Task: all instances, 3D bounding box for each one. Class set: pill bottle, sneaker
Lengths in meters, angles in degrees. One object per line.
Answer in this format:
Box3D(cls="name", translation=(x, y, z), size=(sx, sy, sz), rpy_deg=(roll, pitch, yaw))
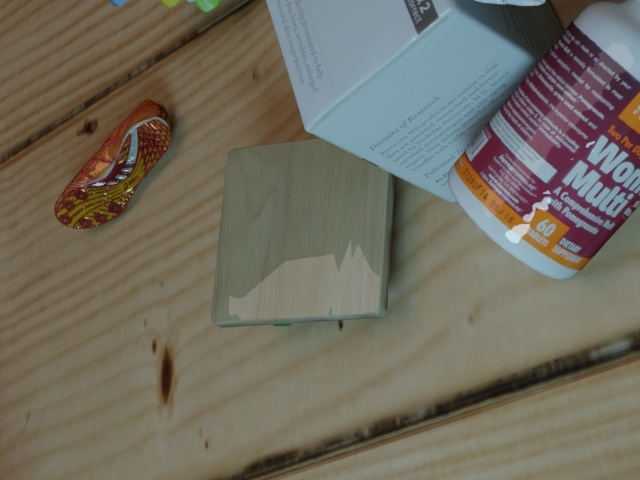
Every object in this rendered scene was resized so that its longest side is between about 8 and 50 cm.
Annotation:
Box3D(cls="pill bottle", translation=(0.201, -0.089, 0.928), size=(0.221, 0.121, 0.121), rpy_deg=(-51, 45, 18))
Box3D(cls="sneaker", translation=(-0.216, -0.077, 1.404), size=(0.175, 0.064, 0.067), rpy_deg=(-41, 29, 19))

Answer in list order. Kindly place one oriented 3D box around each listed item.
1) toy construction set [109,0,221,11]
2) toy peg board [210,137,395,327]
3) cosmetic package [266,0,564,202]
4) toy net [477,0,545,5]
Box3D(cls="toy construction set", translation=(-0.064, -0.314, 1.268), size=(0.328, 0.151, 0.215), rpy_deg=(7, 54, 39))
Box3D(cls="toy peg board", translation=(0.000, 0.000, 1.144), size=(0.161, 0.079, 0.161), rpy_deg=(-5, 70, 27))
Box3D(cls="cosmetic package", translation=(0.083, -0.151, 1.027), size=(0.151, 0.184, 0.151), rpy_deg=(-39, 49, 28))
Box3D(cls="toy net", translation=(0.161, -0.215, 0.953), size=(0.122, 0.232, 0.045), rpy_deg=(37, 127, 34))
